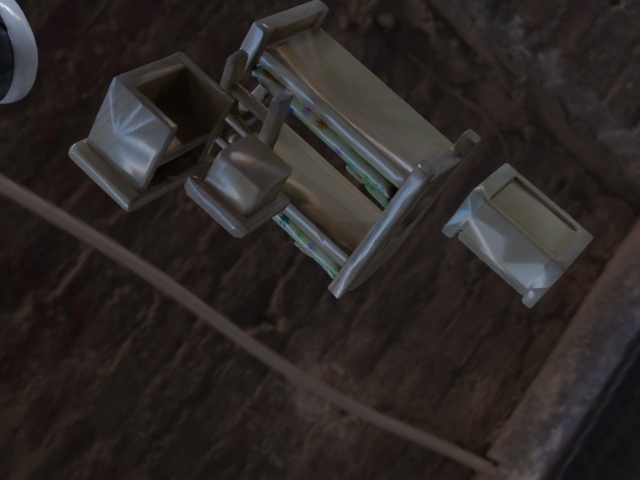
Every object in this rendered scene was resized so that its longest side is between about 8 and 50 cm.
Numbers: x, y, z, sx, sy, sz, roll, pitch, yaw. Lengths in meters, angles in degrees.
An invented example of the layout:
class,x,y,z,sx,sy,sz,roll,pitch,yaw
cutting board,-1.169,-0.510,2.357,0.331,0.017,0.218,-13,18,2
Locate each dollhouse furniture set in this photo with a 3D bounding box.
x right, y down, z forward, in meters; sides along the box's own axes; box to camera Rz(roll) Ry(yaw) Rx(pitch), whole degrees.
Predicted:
class,x,y,z,sx,sy,sz,roll,pitch,yaw
dollhouse furniture set,0.000,0.000,0.472,0.161,0.182,0.101,-35,-16,-49

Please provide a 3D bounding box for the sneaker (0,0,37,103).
class,x,y,z,sx,sy,sz,roll,pitch,yaw
sneaker,-0.266,-0.161,0.592,0.121,0.217,0.079,-16,-33,-47
